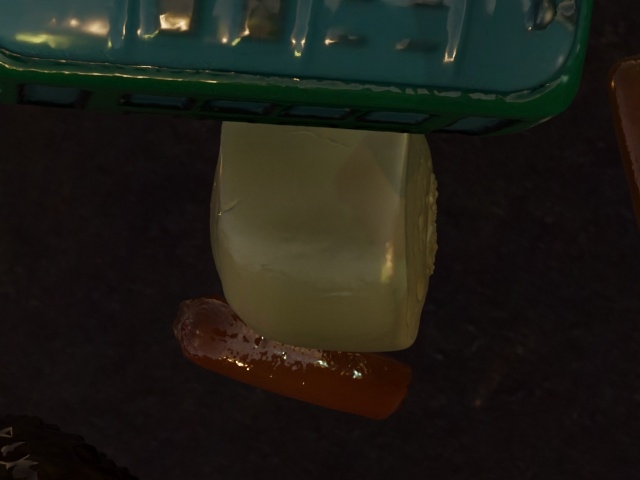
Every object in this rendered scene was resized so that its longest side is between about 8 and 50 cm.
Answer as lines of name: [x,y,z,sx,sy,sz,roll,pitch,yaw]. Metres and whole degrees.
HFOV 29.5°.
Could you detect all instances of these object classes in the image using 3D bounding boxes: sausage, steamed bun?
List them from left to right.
sausage: [-0.029,0.162,1.606,0.097,0.348,0.094,-66,19,9]
steamed bun: [0.000,0.000,1.051,0.200,0.250,0.155,1,42,10]
sausage: [0.441,-0.108,1.566,0.105,0.105,0.274,-12,92,34]

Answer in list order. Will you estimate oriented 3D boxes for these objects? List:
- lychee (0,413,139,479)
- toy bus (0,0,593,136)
lychee: [-0.176,0.217,0.641,0.236,0.236,0.271,-19,40,31]
toy bus: [-0.035,-0.145,0.592,0.199,0.343,0.184,-145,57,-73]
